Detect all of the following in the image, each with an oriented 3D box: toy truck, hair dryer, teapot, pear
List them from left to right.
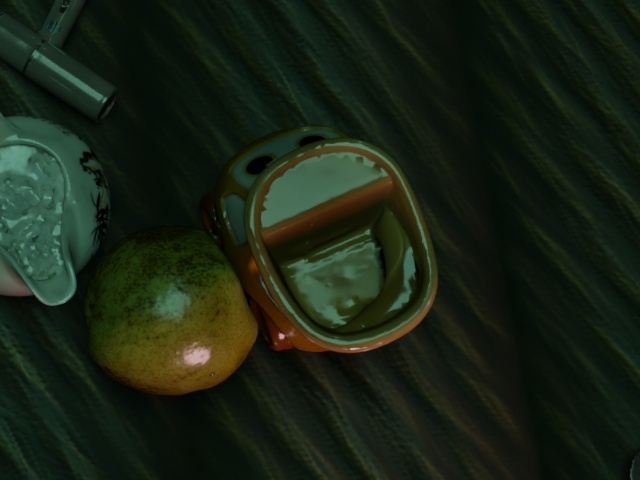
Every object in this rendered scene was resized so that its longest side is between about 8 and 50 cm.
[{"bbox_3d":[-0.355,-0.059,1.885,0.208,0.166,0.300,-26,88,-1],"label":"teapot"},{"bbox_3d":[-0.287,-0.275,2.011,0.195,0.053,0.220,35,67,3],"label":"hair dryer"},{"bbox_3d":[-0.176,0.083,1.844,0.197,0.197,0.197,2,74,-6],"label":"pear"},{"bbox_3d":[0.000,0.000,1.875,0.204,0.211,0.288,-23,82,-13],"label":"toy truck"}]

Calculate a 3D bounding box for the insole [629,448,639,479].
[{"bbox_3d":[0.517,0.300,1.939,0.327,0.007,0.111,14,71,-6],"label":"insole"}]
